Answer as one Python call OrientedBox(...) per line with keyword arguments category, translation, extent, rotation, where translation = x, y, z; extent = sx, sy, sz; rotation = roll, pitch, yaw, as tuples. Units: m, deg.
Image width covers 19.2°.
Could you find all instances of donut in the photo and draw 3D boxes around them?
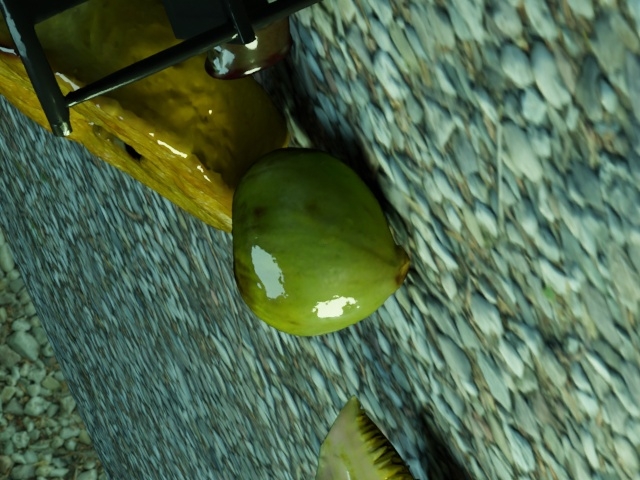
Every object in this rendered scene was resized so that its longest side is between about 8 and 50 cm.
OrientedBox(category="donut", translation=(-0.156, -0.125, 1.527), extent=(0.303, 0.110, 0.303), rotation=(33, 171, 6))

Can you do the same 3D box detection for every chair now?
OrientedBox(category="chair", translation=(-0.075, -0.181, 1.071), extent=(0.154, 0.260, 0.141), rotation=(68, 164, -14))

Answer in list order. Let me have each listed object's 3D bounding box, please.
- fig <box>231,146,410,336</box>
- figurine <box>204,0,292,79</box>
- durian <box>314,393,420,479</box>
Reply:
OrientedBox(category="fig", translation=(-0.012, 0.001, 1.409), extent=(0.153, 0.121, 0.136), rotation=(60, 169, 26))
OrientedBox(category="figurine", translation=(-0.115, -0.280, 1.247), extent=(0.281, 0.167, 0.370), rotation=(-93, -19, -55))
OrientedBox(category="durian", translation=(0.080, 0.297, 1.528), extent=(0.195, 0.186, 0.305), rotation=(74, -177, -56))
